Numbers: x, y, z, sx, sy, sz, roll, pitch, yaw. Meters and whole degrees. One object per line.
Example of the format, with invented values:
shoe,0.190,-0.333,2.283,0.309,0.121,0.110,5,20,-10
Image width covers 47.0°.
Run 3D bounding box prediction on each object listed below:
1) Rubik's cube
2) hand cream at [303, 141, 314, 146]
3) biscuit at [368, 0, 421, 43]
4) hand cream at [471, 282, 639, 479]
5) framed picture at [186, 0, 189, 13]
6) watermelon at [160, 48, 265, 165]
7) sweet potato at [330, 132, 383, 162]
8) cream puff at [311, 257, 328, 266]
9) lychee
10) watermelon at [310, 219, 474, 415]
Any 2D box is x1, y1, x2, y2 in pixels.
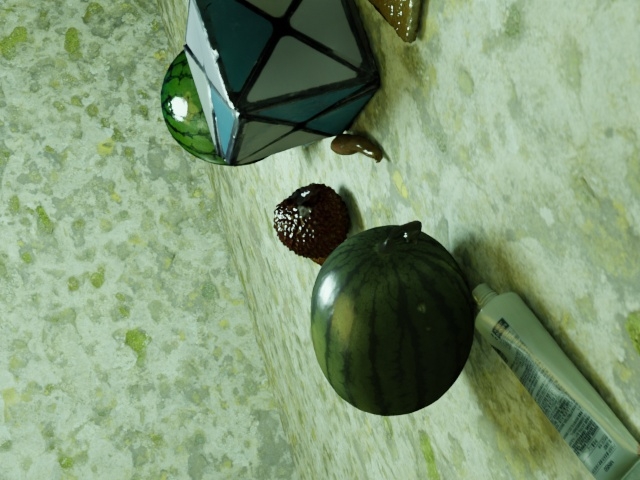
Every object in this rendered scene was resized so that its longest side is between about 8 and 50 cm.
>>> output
Rubik's cube,-0.091,-0.357,1.477,0.305,0.306,0.310,142,111,-71
hand cream,-0.016,-0.272,1.791,0.065,0.043,0.170,68,159,8
biscuit,0.111,-0.435,1.223,0.131,0.025,0.231,94,157,-46
hand cream,0.318,0.187,1.012,0.341,0.077,0.124,55,155,34
framed picture,-0.251,-0.618,1.958,0.016,0.250,0.184,33,141,30
watermelon,-0.235,-0.362,1.895,0.363,0.362,0.364,166,90,-75
sweet potato,0.076,-0.195,1.531,0.214,0.050,0.050,-155,52,-64
cream puff,0.000,0.000,1.899,0.149,0.084,0.149,165,90,-73
lychee,-0.015,-0.042,1.757,0.188,0.187,0.188,166,90,-75
watermelon,0.118,0.127,1.236,0.279,0.278,0.360,-122,21,-48
